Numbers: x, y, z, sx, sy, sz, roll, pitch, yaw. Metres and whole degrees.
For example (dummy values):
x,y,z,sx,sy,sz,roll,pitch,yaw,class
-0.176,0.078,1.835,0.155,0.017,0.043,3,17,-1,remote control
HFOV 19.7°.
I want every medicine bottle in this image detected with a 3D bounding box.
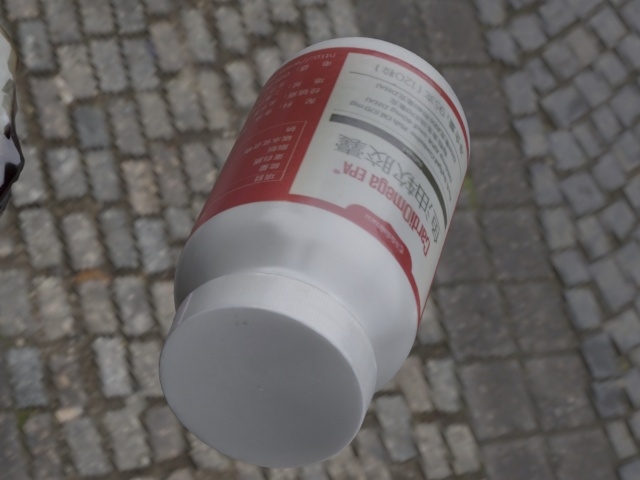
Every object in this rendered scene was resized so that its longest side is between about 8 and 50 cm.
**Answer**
x,y,z,sx,sy,sz,roll,pitch,yaw,class
0.000,0.000,0.995,0.131,0.131,0.250,39,36,-13,medicine bottle

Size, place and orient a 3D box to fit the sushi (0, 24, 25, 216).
x,y,z,sx,sy,sz,roll,pitch,yaw,class
-0.343,-0.051,1.122,0.281,0.294,0.299,-20,82,-31,sushi
